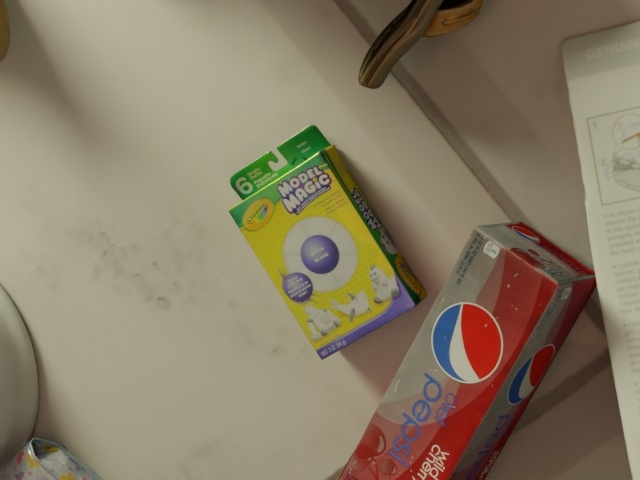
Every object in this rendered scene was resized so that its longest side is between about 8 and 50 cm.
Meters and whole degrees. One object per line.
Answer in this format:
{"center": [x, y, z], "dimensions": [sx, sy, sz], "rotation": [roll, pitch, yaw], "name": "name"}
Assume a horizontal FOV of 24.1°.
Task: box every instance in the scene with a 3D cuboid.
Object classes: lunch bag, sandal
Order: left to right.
{"center": [-0.261, 0.232, 1.427], "dimensions": [0.083, 0.053, 0.071], "rotation": [38, 114, -4], "name": "lunch bag"}
{"center": [0.098, -0.185, 1.200], "dimensions": [0.049, 0.072, 0.180], "rotation": [36, 114, -9], "name": "sandal"}

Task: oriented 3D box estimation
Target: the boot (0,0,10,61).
{"center": [-0.420, -0.240, 1.349], "dimensions": [0.211, 0.104, 0.295], "rotation": [-32, 87, 28], "name": "boot"}

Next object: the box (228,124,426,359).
{"center": [0.000, 0.000, 1.289], "dimensions": [0.105, 0.043, 0.179], "rotation": [-32, 90, 22], "name": "box"}

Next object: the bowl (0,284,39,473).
{"center": [-0.428, 0.142, 1.418], "dimensions": [0.298, 0.134, 0.298], "rotation": [4, 104, 18], "name": "bowl"}

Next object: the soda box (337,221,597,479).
{"center": [0.122, 0.118, 1.243], "dimensions": [0.092, 0.083, 0.263], "rotation": [37, 113, 26], "name": "soda box"}

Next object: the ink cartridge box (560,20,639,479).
{"center": [0.370, 0.002, 1.163], "dimensions": [0.308, 0.091, 0.385], "rotation": [-12, 82, 21], "name": "ink cartridge box"}
